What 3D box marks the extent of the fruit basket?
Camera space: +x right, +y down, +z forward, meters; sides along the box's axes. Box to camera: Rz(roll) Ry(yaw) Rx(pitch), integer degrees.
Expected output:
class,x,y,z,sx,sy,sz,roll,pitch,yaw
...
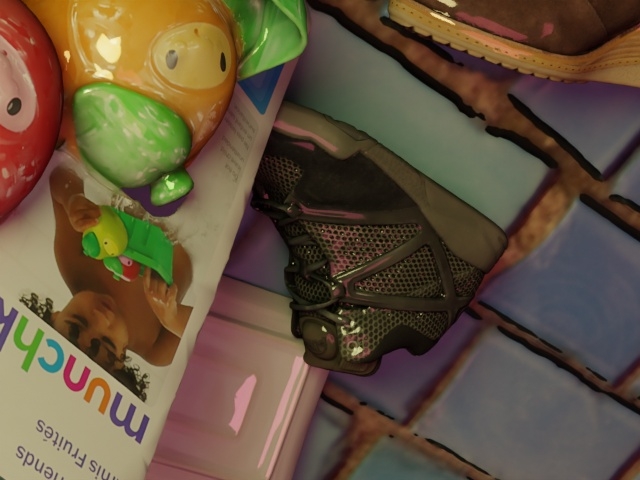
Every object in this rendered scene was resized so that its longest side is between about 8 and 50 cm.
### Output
class,x,y,z,sx,sy,sz,roll,pitch,yaw
fruit basket,-0.133,-0.097,0.686,0.165,0.353,0.327,-22,127,34

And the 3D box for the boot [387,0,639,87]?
class,x,y,z,sx,sy,sz,roll,pitch,yaw
boot,0.170,-0.193,0.895,0.248,0.090,0.207,7,103,-19

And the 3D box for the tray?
class,x,y,z,sx,sy,sz,roll,pitch,yaw
tray,-0.117,0.077,0.942,0.270,0.030,0.145,20,90,-25

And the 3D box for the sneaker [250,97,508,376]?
class,x,y,z,sx,sy,sz,roll,pitch,yaw
sneaker,0.000,0.000,0.915,0.227,0.087,0.130,33,82,-33
